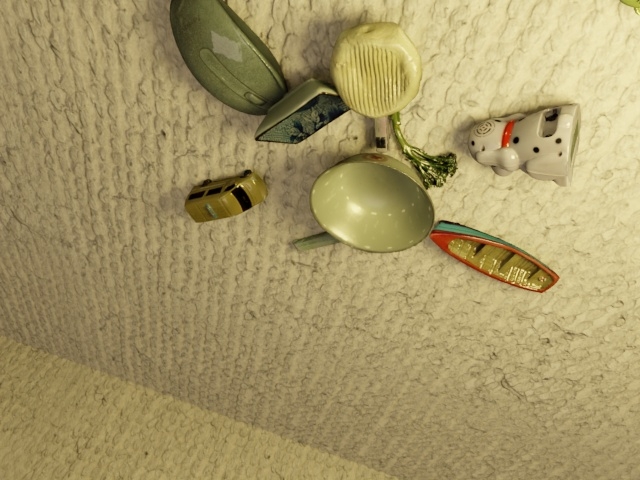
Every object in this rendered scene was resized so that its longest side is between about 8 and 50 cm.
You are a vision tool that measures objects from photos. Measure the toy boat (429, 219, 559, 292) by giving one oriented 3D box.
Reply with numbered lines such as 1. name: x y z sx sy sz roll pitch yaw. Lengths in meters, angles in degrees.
1. toy boat: 0.495 0.040 1.526 0.391 0.080 0.136 24 137 -4

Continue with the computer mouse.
1. computer mouse: -0.235 -0.452 1.320 0.203 0.114 0.374 -25 120 36

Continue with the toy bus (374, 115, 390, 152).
1. toy bus: 0.159 -0.288 1.366 0.036 0.052 0.131 3 132 15

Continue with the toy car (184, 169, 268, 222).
1. toy car: -0.293 -0.129 1.634 0.256 0.124 0.101 -8 129 28

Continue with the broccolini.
1. broccolini: 0.267 -0.249 1.367 0.123 0.062 0.272 -22 118 24

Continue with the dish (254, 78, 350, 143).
1. dish: -0.044 -0.338 1.355 0.243 0.181 0.080 -27 80 36

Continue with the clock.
1. clock: 0.466 -0.223 1.244 0.253 0.189 0.189 4 134 35

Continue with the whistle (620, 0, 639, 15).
1. whistle: 0.556 -0.509 0.987 0.227 0.085 0.105 25 126 -2

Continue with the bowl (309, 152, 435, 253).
1. bowl: 0.151 -0.130 1.432 0.336 0.158 0.337 12 141 10

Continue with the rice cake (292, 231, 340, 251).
1. rice cake: 0.000 0.000 1.707 0.210 0.034 0.043 -14 122 31

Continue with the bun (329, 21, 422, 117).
1. bun: 0.135 -0.399 1.214 0.230 0.133 0.231 15 139 13
